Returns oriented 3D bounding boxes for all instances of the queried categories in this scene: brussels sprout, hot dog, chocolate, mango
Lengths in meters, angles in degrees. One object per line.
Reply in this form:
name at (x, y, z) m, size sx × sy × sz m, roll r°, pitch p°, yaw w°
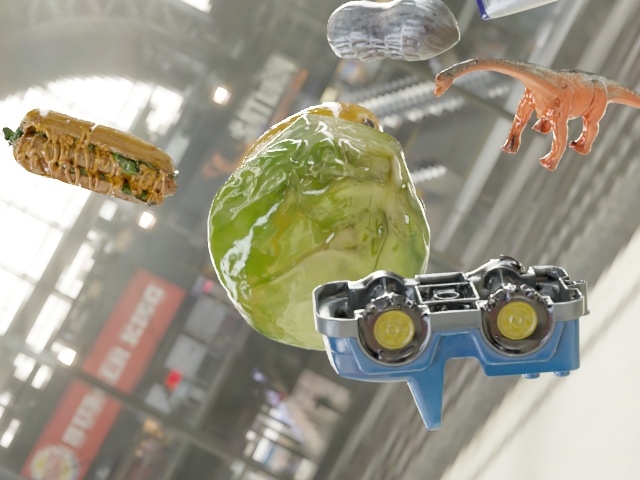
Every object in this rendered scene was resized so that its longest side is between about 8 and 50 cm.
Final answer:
brussels sprout at (0.000, 0.000, 1.503) m, size 0.223 × 0.223 × 0.161 m, roll -65°, pitch -5°, yaw 31°
hot dog at (-0.236, -0.084, 1.688) m, size 0.055 × 0.188 × 0.072 m, roll -114°, pitch 43°, yaw -66°
chocolate at (0.077, -0.229, 1.779) m, size 0.072 × 0.167 × 0.072 m, roll -6°, pitch -82°, yaw -47°
mango at (-0.027, -0.094, 2.142) m, size 0.177 × 0.120 × 0.295 m, roll -24°, pitch -4°, yaw -36°

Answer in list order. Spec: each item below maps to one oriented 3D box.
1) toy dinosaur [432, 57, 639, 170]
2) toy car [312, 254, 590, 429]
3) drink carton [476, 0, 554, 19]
toy dinosaur at (0.191, -0.113, 1.386) m, size 0.280 × 0.055 × 0.101 m, roll -10°, pitch -51°, yaw -42°
toy car at (0.092, 0.071, 1.133) m, size 0.097 × 0.191 × 0.100 m, roll -98°, pitch 5°, yaw -76°
drink carton at (0.272, -0.287, 1.446) m, size 0.130 × 0.106 × 0.315 m, roll -28°, pitch 12°, yaw -37°
